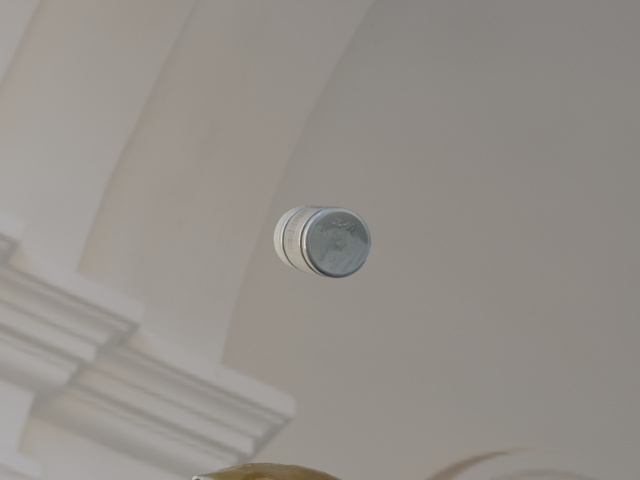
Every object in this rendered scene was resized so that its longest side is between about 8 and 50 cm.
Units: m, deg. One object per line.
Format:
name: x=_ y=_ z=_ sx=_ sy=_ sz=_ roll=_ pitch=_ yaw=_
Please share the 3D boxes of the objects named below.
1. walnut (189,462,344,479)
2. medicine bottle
walnut: x=-0.015 y=0.375 z=0.865 sx=0.383 sy=0.384 sz=0.384 roll=3 pitch=-46 yaw=3
medicine bottle: x=0.000 y=0.000 z=0.960 sx=0.058 sy=0.058 sz=0.091 roll=26 pitch=-6 yaw=-19
